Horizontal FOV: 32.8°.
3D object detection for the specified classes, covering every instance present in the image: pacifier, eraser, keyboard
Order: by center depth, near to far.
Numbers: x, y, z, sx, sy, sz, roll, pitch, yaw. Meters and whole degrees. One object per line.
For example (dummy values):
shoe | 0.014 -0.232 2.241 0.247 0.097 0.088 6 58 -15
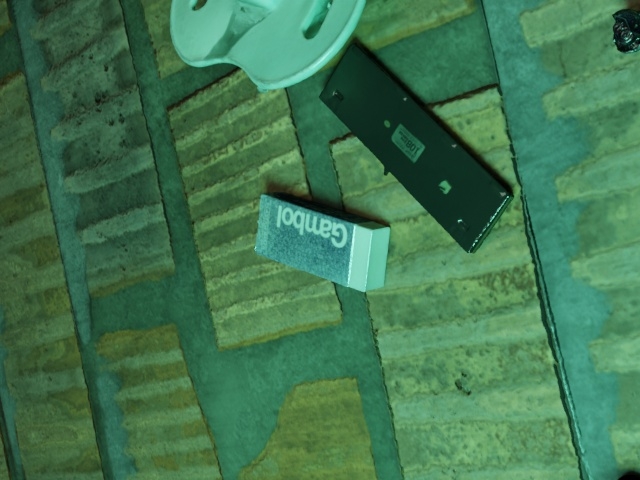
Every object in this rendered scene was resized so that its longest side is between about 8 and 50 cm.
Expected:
keyboard | 0.115 -0.119 1.378 0.317 0.027 0.106 49 123 27
pacifier | -0.095 -0.354 1.393 0.343 0.269 0.288 20 85 37
eraser | 0.000 0.000 1.492 0.212 0.046 0.092 19 109 40

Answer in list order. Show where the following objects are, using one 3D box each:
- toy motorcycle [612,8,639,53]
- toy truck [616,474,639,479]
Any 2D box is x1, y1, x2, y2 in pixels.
toy motorcycle | 0.376 -0.218 1.094 0.173 0.058 0.100 30 109 36
toy truck | 0.387 0.291 1.113 0.257 0.127 0.127 -29 90 43
